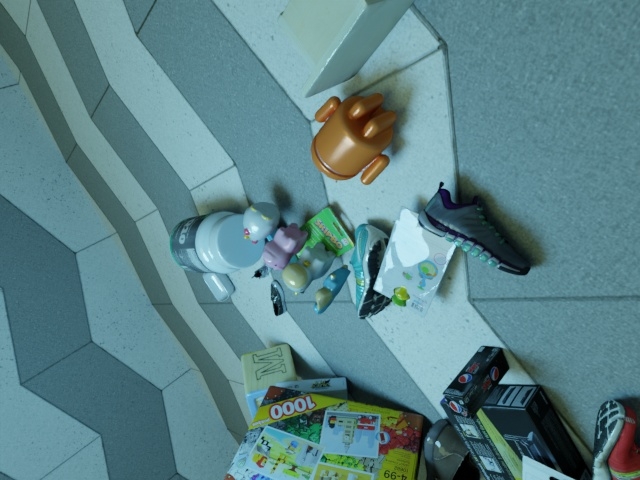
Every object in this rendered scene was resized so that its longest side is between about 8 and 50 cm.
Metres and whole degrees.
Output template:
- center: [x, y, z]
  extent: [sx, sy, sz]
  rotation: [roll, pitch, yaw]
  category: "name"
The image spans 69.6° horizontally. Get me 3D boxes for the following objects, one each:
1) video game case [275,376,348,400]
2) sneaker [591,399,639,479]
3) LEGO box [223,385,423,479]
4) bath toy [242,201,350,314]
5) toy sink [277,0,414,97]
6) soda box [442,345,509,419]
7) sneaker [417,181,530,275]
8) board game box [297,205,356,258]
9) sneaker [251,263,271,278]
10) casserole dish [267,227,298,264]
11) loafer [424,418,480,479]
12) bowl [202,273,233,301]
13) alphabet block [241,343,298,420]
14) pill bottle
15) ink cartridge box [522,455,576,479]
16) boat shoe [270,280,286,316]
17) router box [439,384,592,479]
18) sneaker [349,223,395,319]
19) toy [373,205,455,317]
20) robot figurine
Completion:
- center: [-0.021, 0.598, 1.633]
  extent: [0.061, 0.245, 0.269]
  rotation: [-95, -1, -56]
  category: "video game case"
- center: [0.580, 0.407, 0.864]
  extent: [0.119, 0.107, 0.278]
  rotation: [4, 127, 32]
  category: "sneaker"
- center: [0.023, 0.667, 1.338]
  extent: [0.501, 0.372, 0.193]
  rotation: [4, 125, 18]
  category: "LEGO box"
- center: [-0.089, 0.038, 1.237]
  extent: [0.348, 0.151, 0.129]
  rotation: [42, 128, 23]
  category: "bath toy"
- center: [0.031, -0.386, 0.799]
  extent: [0.131, 0.153, 0.234]
  rotation: [54, 147, 2]
  category: "toy sink"
- center: [0.334, 0.300, 0.985]
  extent: [0.053, 0.169, 0.060]
  rotation: [-7, 112, 54]
  category: "soda box"
- center: [0.297, -0.022, 0.851]
  extent: [0.224, 0.083, 0.098]
  rotation: [30, 105, 10]
  category: "sneaker"
- center: [0.000, 0.000, 1.262]
  extent: [0.124, 0.039, 0.259]
  rotation: [55, 149, -1]
  category: "board game box"
- center: [-0.211, 0.115, 1.583]
  extent: [0.038, 0.069, 0.098]
  rotation: [49, 145, 10]
  category: "sneaker"
- center: [-0.123, 0.014, 1.395]
  extent: [0.188, 0.037, 0.114]
  rotation: [56, 169, -3]
  category: "casserole dish"
- center: [0.370, 0.670, 1.282]
  extent: [0.130, 0.134, 0.365]
  rotation: [16, 130, 44]
  category: "loafer"
- center: [-0.413, 0.175, 1.894]
  extent: [0.141, 0.053, 0.142]
  rotation: [57, 147, -3]
  category: "bowl"
- center: [-0.183, 0.540, 1.732]
  extent: [0.197, 0.194, 0.192]
  rotation: [-113, 15, -54]
  category: "alphabet block"
- center: [-0.350, 0.009, 1.546]
  extent: [0.361, 0.204, 0.204]
  rotation: [-4, 115, 51]
  category: "pill bottle"
- center: [0.520, 0.569, 0.959]
  extent: [0.189, 0.066, 0.232]
  rotation: [12, 112, 44]
  category: "ink cartridge box"
- center: [-0.153, 0.206, 1.614]
  extent: [0.049, 0.040, 0.142]
  rotation: [19, 132, 42]
  category: "boat shoe"
- center: [0.457, 0.481, 1.066]
  extent: [0.243, 0.081, 0.308]
  rotation: [-23, 99, 55]
  category: "router box"
- center: [0.126, 0.080, 1.146]
  extent: [0.110, 0.107, 0.275]
  rotation: [47, 145, 47]
  category: "sneaker"
- center: [0.212, 0.045, 1.014]
  extent: [0.137, 0.056, 0.237]
  rotation: [30, 126, 22]
  category: "toy"
- center: [0.061, -0.202, 0.936]
  extent: [0.158, 0.128, 0.219]
  rotation: [22, 151, -19]
  category: "robot figurine"
